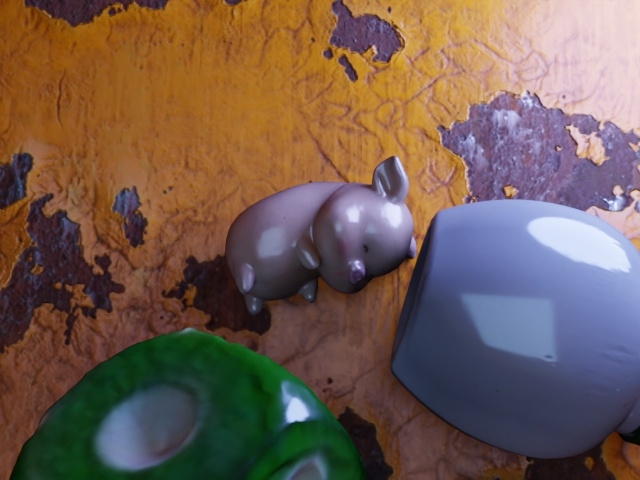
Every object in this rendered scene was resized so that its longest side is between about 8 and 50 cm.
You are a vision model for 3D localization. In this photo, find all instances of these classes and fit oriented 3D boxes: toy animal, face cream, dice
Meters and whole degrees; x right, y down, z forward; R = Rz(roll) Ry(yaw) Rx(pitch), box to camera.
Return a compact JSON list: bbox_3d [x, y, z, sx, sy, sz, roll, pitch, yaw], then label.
[{"bbox_3d":[0.000,-0.001,1.223,0.250,0.166,0.154,-10,64,0],"label":"toy animal"},{"bbox_3d":[0.284,0.113,1.170,0.357,0.219,0.312,17,80,2],"label":"face cream"},{"bbox_3d":[-0.143,0.300,1.046,0.287,0.300,0.297,19,51,38],"label":"dice"}]
